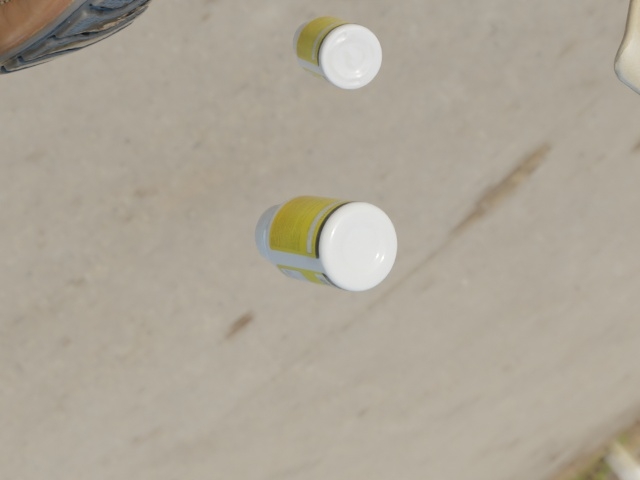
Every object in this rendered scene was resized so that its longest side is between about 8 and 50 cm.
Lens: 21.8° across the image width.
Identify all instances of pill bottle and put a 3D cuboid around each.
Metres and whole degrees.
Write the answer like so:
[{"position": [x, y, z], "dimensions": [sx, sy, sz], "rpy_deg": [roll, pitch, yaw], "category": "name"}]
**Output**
[{"position": [0.000, 0.000, 1.935], "dimensions": [0.103, 0.103, 0.184], "rpy_deg": [-32, -159, -25], "category": "pill bottle"}, {"position": [0.012, -0.190, 1.659], "dimensions": [0.065, 0.065, 0.116], "rpy_deg": [-37, -157, -8], "category": "pill bottle"}]

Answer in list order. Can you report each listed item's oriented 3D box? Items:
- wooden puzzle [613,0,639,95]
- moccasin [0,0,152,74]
[{"position": [0.503, -0.271, 1.962], "dimensions": [0.080, 0.322, 0.347], "rpy_deg": [-20, -135, 51], "category": "wooden puzzle"}, {"position": [-0.261, -0.226, 1.442], "dimensions": [0.139, 0.147, 0.380], "rpy_deg": [-23, -168, -25], "category": "moccasin"}]
